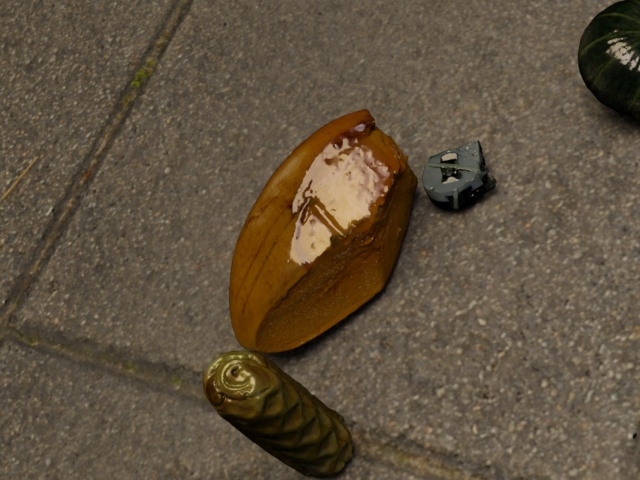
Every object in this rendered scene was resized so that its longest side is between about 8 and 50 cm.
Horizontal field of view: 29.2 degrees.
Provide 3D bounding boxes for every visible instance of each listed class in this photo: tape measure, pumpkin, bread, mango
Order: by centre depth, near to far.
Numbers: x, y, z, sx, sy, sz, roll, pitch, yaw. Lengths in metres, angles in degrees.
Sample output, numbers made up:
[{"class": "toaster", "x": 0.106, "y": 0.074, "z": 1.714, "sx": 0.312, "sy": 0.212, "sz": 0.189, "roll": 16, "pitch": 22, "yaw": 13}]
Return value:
[{"class": "bread", "x": -0.050, "y": 0.208, "z": 1.474, "sx": 0.087, "sy": 0.269, "sz": 0.098, "roll": -36, "pitch": 52, "yaw": 6}, {"class": "pumpkin", "x": 0.418, "y": -0.236, "z": 1.599, "sx": 0.167, "sy": 0.125, "sz": 0.167, "roll": 12, "pitch": 57, "yaw": -18}, {"class": "mango", "x": 0.000, "y": 0.000, "z": 1.644, "sx": 0.350, "sy": 0.201, "sz": 0.199, "roll": -54, "pitch": 17, "yaw": -1}, {"class": "tape measure", "x": 0.186, "y": -0.085, "z": 1.670, "sx": 0.094, "sy": 0.054, "sz": 0.091, "roll": -23, "pitch": 48, "yaw": 9}]
